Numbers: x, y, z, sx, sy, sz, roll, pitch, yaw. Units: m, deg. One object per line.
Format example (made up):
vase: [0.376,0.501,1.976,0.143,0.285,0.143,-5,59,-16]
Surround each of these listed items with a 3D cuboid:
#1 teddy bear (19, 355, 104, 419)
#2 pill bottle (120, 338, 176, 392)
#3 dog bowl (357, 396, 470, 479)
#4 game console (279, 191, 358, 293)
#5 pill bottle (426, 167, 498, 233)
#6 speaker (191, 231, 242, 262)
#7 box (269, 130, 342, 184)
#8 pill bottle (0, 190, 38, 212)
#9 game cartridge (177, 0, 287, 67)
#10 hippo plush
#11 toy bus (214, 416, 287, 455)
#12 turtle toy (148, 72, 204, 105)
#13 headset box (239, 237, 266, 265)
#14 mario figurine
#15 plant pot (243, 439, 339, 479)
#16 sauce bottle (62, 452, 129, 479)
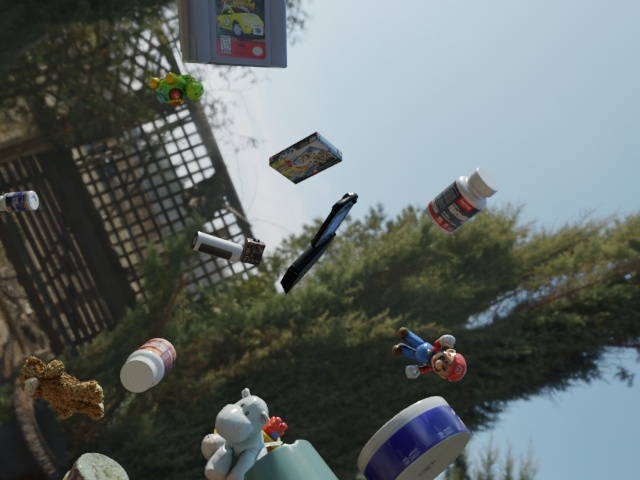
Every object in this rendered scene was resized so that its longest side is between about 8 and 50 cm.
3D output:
teddy bear: [-0.910,0.530,2.057,0.338,0.113,0.245,31,-48,-4]
pill bottle: [-0.536,0.389,1.828,0.221,0.121,0.121,-79,146,-86]
dog bowl: [0.224,0.499,1.392,0.104,0.264,0.265,49,-21,35]
game console: [0.000,0.000,1.661,0.044,0.213,0.361,38,-41,5]
pill bottle: [0.383,-0.110,1.581,0.180,0.108,0.108,-43,-115,34]
speaker: [-0.293,0.020,1.665,0.055,0.136,0.055,-45,-145,44]
box: [-0.056,-0.306,2.205,0.159,0.233,0.044,32,45,-44]
pill bottle: [-1.020,-0.129,1.967,0.067,0.120,0.067,-5,90,-89]
game cartridge: [-0.210,-0.537,1.462,0.060,0.294,0.196,7,-77,53]
hippo plush: [-0.222,0.621,1.842,0.234,0.294,0.237,44,-48,36]
toy bus: [-0.233,0.683,2.062,0.220,0.211,0.149,45,2,-11]
turtle toy: [-0.328,-0.350,1.362,0.095,0.130,0.066,-18,101,-63]
headset box: [-0.214,0.033,1.861,0.083,0.062,0.032,-69,-154,16]
mario figurine: [0.441,0.472,2.396,0.320,0.170,0.198,21,-46,34]
plant pot: [-0.049,0.778,1.653,0.334,0.341,0.341,48,-22,36]
sauce bottle: [-0.466,0.543,1.028,0.111,0.344,0.111,33,5,-3]
